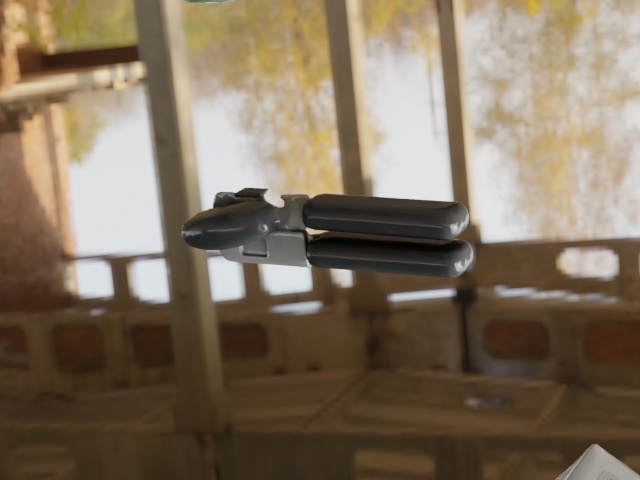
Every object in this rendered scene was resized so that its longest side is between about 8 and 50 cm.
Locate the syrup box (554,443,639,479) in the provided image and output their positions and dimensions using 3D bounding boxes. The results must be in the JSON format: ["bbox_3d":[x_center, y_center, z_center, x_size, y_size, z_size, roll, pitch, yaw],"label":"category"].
[{"bbox_3d":[0.266,0.299,1.538,0.096,0.093,0.237,-49,170,-19],"label":"syrup box"}]

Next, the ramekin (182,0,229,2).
[{"bbox_3d":[-0.081,-0.271,0.780,0.303,0.303,0.148,0,175,31],"label":"ramekin"}]

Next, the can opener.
[{"bbox_3d":[0.000,0.000,1.404,0.283,0.076,0.095,4,-158,32],"label":"can opener"}]
